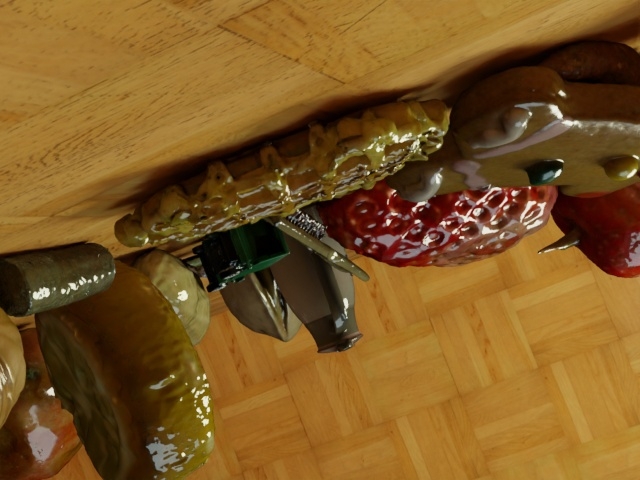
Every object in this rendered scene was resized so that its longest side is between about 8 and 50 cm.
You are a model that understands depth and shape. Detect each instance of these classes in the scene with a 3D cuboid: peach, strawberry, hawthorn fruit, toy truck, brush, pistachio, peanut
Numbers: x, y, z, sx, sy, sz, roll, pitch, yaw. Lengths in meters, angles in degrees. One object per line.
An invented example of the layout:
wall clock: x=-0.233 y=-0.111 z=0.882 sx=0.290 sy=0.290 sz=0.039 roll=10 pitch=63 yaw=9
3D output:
peach: x=-0.421 y=0.221 z=1.509 sx=0.214 sy=0.214 sz=0.235 roll=-18 pitch=157 yaw=-33
strawberry: x=0.153 y=-0.034 z=1.373 sx=0.336 sy=0.149 sz=0.265 roll=-17 pitch=175 yaw=-38
hawthorn fruit: x=0.436 y=-0.078 z=1.468 sx=0.258 sy=0.258 sz=0.261 roll=-13 pitch=131 yaw=-63
toy truck: x=-0.101 y=0.013 z=1.281 sx=0.079 sy=0.065 sz=0.147 roll=-19 pitch=174 yaw=-22
brush: x=0.000 y=0.000 z=1.254 sx=0.036 sy=0.043 sz=0.248 roll=-55 pitch=148 yaw=0
pistachio: x=-0.082 y=0.072 z=1.665 sx=0.138 sy=0.153 sz=0.238 roll=-30 pitch=150 yaw=-7
peanut: x=-0.181 y=0.071 z=1.288 sx=0.098 sy=0.090 sz=0.214 roll=-61 pitch=170 yaw=-13

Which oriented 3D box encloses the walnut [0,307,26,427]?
walnut: x=-0.328 y=0.112 z=0.848 sx=0.207 sy=0.159 sz=0.159 roll=-25 pitch=174 yaw=33

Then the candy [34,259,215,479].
candy: x=-0.215 y=0.148 z=1.155 sx=0.118 sy=0.260 sz=0.260 roll=-24 pitch=178 yaw=-34

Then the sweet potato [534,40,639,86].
sweet potato: x=0.267 y=-0.149 z=1.012 sx=0.078 sy=0.058 sz=0.255 roll=-36 pitch=159 yaw=18

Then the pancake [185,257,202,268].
pancake: x=-0.194 y=0.044 z=1.520 sx=0.129 sy=0.022 sz=0.116 roll=-29 pitch=173 yaw=29

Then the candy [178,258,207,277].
candy: x=-0.213 y=0.056 z=1.387 sx=0.226 sy=0.051 sz=0.094 roll=-19 pitch=172 yaw=-23

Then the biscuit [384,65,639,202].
biscuit: x=0.296 y=-0.088 z=1.018 sx=0.432 sy=0.064 sz=0.283 roll=-1 pitch=164 yaw=-21

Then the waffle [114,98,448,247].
waffle: x=-0.027 y=-0.053 z=0.897 sx=0.291 sy=0.051 sz=0.291 roll=-20 pitch=176 yaw=-2

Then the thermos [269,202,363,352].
thermos: x=-0.003 y=0.053 z=1.404 sx=0.105 sy=0.193 sz=0.137 roll=-19 pitch=175 yaw=-13

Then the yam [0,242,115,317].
yam: x=-0.235 y=0.033 z=0.952 sx=0.054 sy=0.054 sz=0.132 roll=-23 pitch=177 yaw=25
